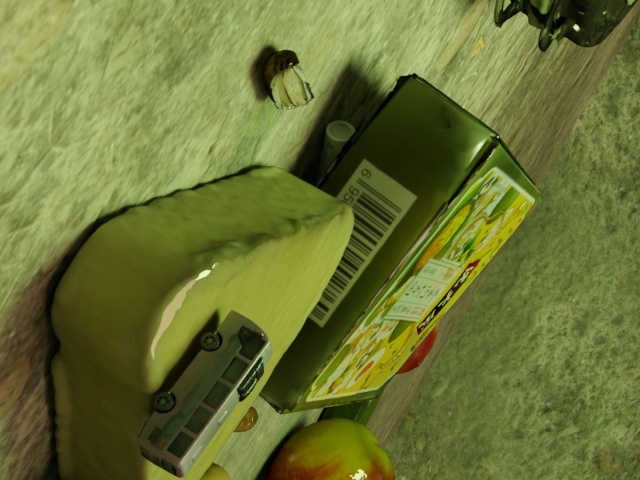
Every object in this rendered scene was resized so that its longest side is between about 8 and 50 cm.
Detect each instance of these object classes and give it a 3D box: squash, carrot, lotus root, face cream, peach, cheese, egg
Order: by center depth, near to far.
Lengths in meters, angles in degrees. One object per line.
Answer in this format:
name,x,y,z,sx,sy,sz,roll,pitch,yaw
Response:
lotus root,-0.032,-0.142,0.976,0.037,0.030,0.083,-28,160,0
cheese,-0.129,0.117,1.007,0.384,0.104,0.384,-53,164,-22
face cream,0.013,-0.078,1.246,0.034,0.034,0.130,-49,162,-37
egg,-0.147,0.320,1.415,0.071,0.071,0.083,-65,167,21
carrot,-0.118,0.233,1.420,0.035,0.036,0.165,-61,163,4
peach,0.017,0.417,1.882,0.231,0.231,0.231,-54,165,-22
squash,0.057,0.309,2.070,0.331,0.087,0.087,-62,166,15

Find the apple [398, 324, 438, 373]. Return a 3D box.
apple,0.105,0.137,1.740,0.163,0.163,0.139,56,58,-74

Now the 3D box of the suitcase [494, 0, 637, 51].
suitcase,0.339,-0.404,1.409,0.339,0.194,0.351,-52,164,-4

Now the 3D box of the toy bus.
toy bus,-0.086,0.116,0.840,0.130,0.052,0.037,-53,160,-27

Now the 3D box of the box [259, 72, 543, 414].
box,0.083,0.020,1.336,0.373,0.138,0.420,-53,162,6
